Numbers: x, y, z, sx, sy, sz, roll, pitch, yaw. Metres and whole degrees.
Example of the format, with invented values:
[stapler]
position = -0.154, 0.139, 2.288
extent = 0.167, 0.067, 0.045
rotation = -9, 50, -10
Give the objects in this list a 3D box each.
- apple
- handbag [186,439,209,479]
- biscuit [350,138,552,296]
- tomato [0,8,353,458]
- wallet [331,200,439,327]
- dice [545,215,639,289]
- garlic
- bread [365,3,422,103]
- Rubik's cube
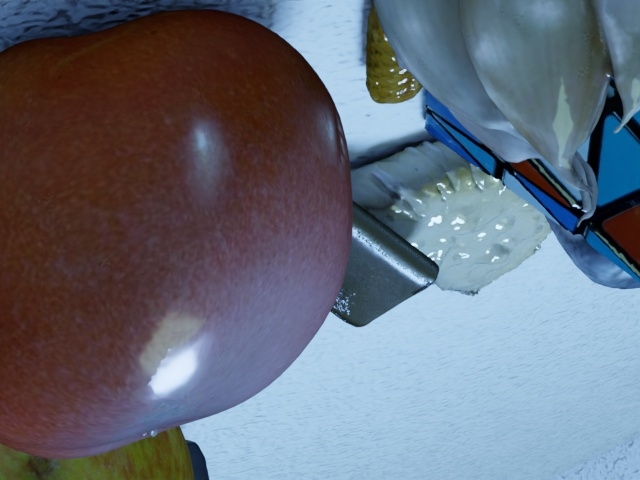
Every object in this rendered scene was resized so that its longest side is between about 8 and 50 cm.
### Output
[apple]
position = -0.255, 0.269, 1.925
extent = 0.264, 0.264, 0.264
rotation = -18, 161, -7
[handbag]
position = -0.269, 0.401, 2.184
extent = 0.240, 0.340, 0.247
rotation = -12, 176, 40
[biscuit]
position = 0.131, -0.027, 1.733
extent = 0.179, 0.084, 0.281
rotation = -36, 149, 24
[tomato]
position = -0.129, 0.006, 1.287
extent = 0.341, 0.272, 0.341
rotation = -18, 160, -7
[wallet]
position = 0.000, 0.000, 1.626
extent = 0.198, 0.031, 0.110
rotation = 36, 130, -28
[dice]
position = 0.304, -0.068, 1.666
extent = 0.182, 0.181, 0.183
rotation = -32, 160, 28
[garlic]
position = 0.148, -0.163, 1.186
extent = 0.237, 0.292, 0.210
rotation = 15, 177, 36
[bread]
position = 0.060, -0.148, 1.411
extent = 0.052, 0.044, 0.157
rotation = -25, 163, -9
[Rubik's cube]
position = 0.245, -0.125, 1.474
extent = 0.234, 0.250, 0.284
rotation = -47, 167, -4
